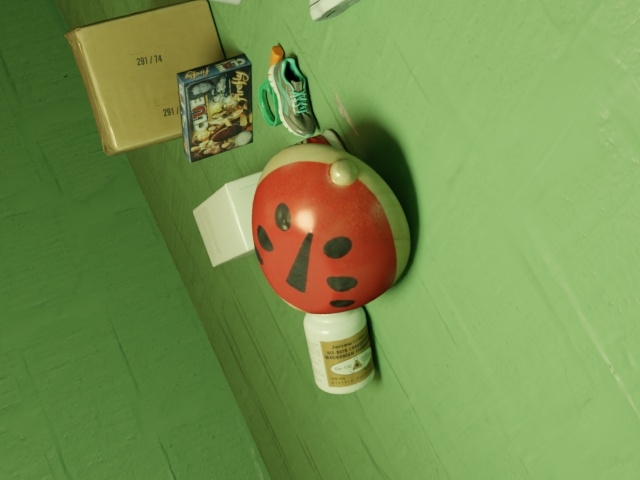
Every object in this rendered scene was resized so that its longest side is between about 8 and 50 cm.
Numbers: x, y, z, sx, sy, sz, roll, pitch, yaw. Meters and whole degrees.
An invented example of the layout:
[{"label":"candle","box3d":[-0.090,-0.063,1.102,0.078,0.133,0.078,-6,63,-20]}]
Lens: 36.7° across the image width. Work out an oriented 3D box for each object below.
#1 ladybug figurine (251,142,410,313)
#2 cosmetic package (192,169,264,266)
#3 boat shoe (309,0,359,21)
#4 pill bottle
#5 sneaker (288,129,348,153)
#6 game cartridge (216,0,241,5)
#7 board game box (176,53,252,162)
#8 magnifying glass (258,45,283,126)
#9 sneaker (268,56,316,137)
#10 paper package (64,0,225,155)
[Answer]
[{"label":"ladybug figurine","box3d":[0.000,0.000,1.703,0.305,0.162,0.449,28,153,11]},{"label":"cosmetic package","box3d":[-0.141,-0.053,2.139,0.155,0.196,0.365,70,160,2]},{"label":"boat shoe","box3d":[0.020,-0.400,1.514,0.226,0.083,0.076,3,113,70]},{"label":"pill bottle","box3d":[0.034,0.192,2.002,0.131,0.131,0.229,38,143,57]},{"label":"sneaker","box3d":[0.010,-0.107,1.771,0.221,0.128,0.087,53,155,40]},{"label":"game cartridge","box3d":[-0.216,-0.582,1.824,0.297,0.198,0.062,97,-171,-51]},{"label":"board game box","box3d":[-0.238,-0.298,2.201,0.042,0.165,0.243,56,157,34]},{"label":"magnifying glass","box3d":[-0.100,-0.322,2.014,0.092,0.026,0.231,62,159,22]},{"label":"sneaker","box3d":[-0.051,-0.280,1.870,0.167,0.065,0.076,65,157,8]},{"label":"paper package","box3d":[-0.396,-0.388,2.296,0.168,0.324,0.310,15,122,67]}]
